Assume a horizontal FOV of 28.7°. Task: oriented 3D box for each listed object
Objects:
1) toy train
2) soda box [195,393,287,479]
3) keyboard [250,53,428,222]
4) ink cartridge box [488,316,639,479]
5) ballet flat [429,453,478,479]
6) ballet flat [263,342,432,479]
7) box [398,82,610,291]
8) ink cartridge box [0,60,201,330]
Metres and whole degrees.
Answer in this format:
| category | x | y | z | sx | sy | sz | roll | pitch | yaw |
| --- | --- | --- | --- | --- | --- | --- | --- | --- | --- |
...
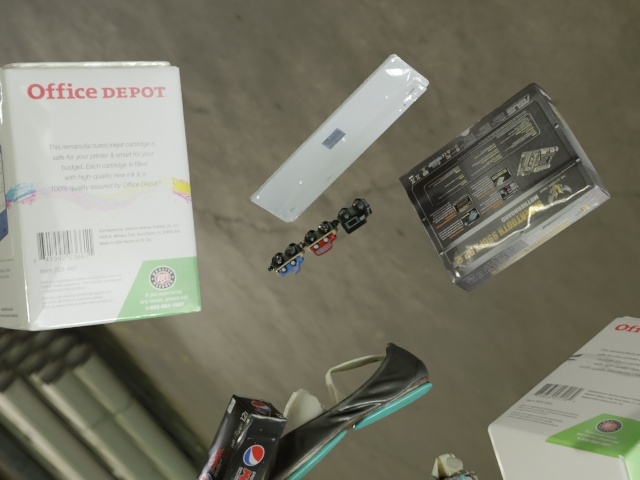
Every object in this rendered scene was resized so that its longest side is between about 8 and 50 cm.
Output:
| category | x | y | z | sx | sy | sz | roll | pitch | yaw |
| --- | --- | --- | --- | --- | --- | --- | --- | --- | --- |
| toy train | 0.000 | 0.000 | 1.614 | 0.036 | 0.158 | 0.027 | 55 | -167 | -5 |
| soda box | -0.105 | 0.276 | 1.533 | 0.060 | 0.169 | 0.053 | 16 | -167 | -37 |
| keyboard | 0.022 | -0.122 | 1.542 | 0.072 | 0.256 | 0.014 | 34 | -160 | -34 |
| ink cartridge box | 0.367 | 0.210 | 1.489 | 0.198 | 0.273 | 0.115 | 5 | 120 | 50 |
| ballet flat | 0.127 | 0.224 | 1.200 | 0.041 | 0.041 | 0.114 | 43 | 173 | -4 |
| ballet flat | 0.017 | 0.223 | 1.624 | 0.096 | 0.280 | 0.095 | 52 | 151 | 13 |
| box | 0.241 | -0.071 | 1.669 | 0.056 | 0.231 | 0.183 | 25 | -146 | -56 |
| ink cartridge box | -0.194 | -0.038 | 1.047 | 0.093 | 0.154 | 0.213 | -3 | 92 | 59 |
